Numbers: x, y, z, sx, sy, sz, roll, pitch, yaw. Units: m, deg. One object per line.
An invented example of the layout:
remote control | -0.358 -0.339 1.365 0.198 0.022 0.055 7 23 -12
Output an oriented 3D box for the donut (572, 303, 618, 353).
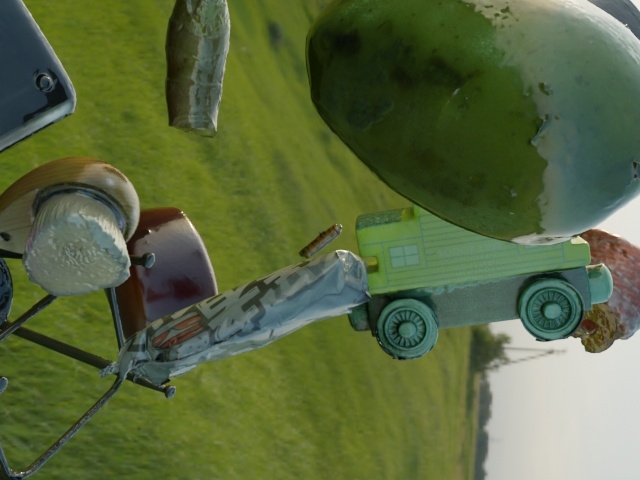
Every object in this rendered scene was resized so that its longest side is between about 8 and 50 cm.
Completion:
donut | 0.513 0.162 1.586 0.097 0.108 0.043 -46 163 0

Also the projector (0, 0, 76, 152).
projector | -0.699 -0.306 1.436 0.395 0.242 0.405 -40 108 -33

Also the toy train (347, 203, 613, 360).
toy train | 0.252 0.036 1.392 0.179 0.443 0.272 -44 125 -79

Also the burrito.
burrito | -0.127 0.124 1.264 0.139 0.446 0.101 101 -32 -75

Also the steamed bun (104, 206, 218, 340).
steamed bun | -0.383 0.068 1.937 0.379 0.235 0.248 56 -35 39

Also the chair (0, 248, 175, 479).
chair | -0.548 0.191 1.483 0.362 0.410 0.364 -47 148 -43

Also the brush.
brush | -0.415 -0.011 1.288 0.166 0.267 0.174 -87 160 -46

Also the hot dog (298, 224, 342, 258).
hot dog | 0.000 0.000 1.948 0.037 0.122 0.049 54 4 0

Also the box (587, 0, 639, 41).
box | 0.333 -0.213 1.222 0.216 0.301 0.300 -35 134 -36

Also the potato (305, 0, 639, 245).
potato | 0.128 -0.113 0.674 0.216 0.305 0.215 -45 147 -41

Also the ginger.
ginger | -0.208 -0.305 1.402 0.109 0.117 0.262 -16 113 -61

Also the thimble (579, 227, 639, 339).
thimble | 0.607 0.092 1.786 0.162 0.239 0.239 -48 156 -14
